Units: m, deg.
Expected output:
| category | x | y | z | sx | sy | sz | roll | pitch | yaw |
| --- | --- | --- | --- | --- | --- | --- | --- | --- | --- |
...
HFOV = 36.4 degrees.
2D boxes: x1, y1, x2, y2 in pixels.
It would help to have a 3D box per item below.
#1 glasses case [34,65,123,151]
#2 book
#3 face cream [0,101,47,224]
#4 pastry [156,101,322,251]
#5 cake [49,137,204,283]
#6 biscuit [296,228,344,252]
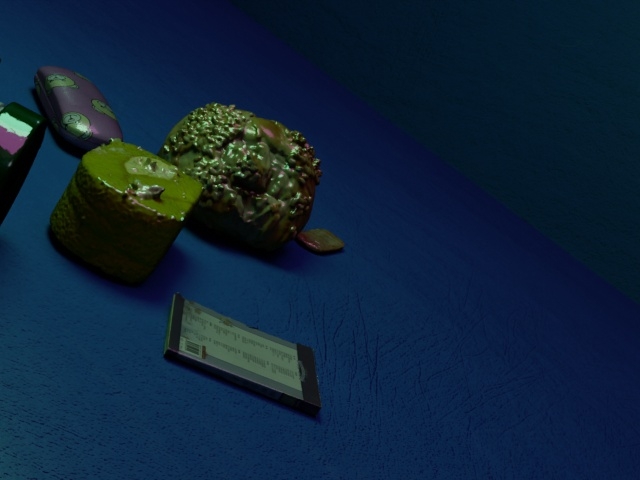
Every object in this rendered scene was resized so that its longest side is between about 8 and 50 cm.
| category | x | y | z | sx | sy | sz | roll | pitch | yaw |
| --- | --- | --- | --- | --- | --- | --- | --- | --- | --- |
| glasses case | -0.465 | -0.254 | 1.864 | 0.123 | 0.075 | 0.316 | 15 | 23 | -35 |
| book | -0.109 | 0.161 | 1.382 | 0.231 | 0.026 | 0.157 | 24 | 22 | -15 |
| face cream | -0.549 | -0.144 | 1.216 | 0.357 | 0.219 | 0.312 | 27 | 18 | -11 |
| pastry | -0.136 | -0.123 | 1.770 | 0.311 | 0.162 | 0.255 | 20 | 62 | -23 |
| cake | -0.293 | -0.056 | 1.490 | 0.179 | 0.156 | 0.260 | 34 | 16 | -7 |
| biscuit | 0.000 | 0.000 | 1.980 | 0.071 | 0.018 | 0.147 | 38 | 21 | 20 |
